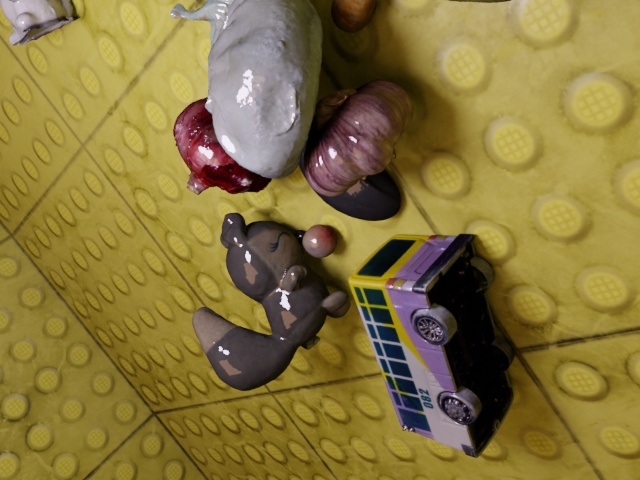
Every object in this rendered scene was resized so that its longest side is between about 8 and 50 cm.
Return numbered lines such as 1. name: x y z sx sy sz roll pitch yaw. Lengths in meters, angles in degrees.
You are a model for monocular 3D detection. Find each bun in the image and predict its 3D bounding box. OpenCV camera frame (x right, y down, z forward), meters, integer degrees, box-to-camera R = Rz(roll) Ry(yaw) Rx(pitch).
1. bun: -0.107 -0.284 1.145 0.194 0.355 0.355 5 137 -9

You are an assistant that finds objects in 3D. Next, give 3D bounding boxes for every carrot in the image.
1. carrot: 0.078 -0.437 1.007 0.078 0.078 0.298 44 161 4

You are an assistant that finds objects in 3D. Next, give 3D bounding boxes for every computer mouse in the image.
1. computer mouse: 0.044 -0.130 1.347 0.269 0.086 0.138 39 140 12

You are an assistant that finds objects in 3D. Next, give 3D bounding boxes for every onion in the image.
1. onion: -0.216 -0.190 1.401 0.252 0.252 0.219 39 104 9

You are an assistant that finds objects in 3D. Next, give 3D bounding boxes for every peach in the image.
1. peach: 0.000 0.001 1.501 0.083 0.083 0.083 24 136 26

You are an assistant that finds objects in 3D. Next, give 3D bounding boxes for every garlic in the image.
1. garlic: 0.053 -0.198 1.158 0.160 0.245 0.245 37 143 -15

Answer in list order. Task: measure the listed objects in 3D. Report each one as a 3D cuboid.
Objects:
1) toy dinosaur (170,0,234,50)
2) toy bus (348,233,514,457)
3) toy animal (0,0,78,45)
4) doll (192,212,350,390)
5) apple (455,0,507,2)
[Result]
1. toy dinosaur: -0.216 -0.471 1.297 0.205 0.092 0.393 15 123 25
2. toy bus: 0.242 0.220 1.360 0.249 0.209 0.440 3 123 42
3. toy animal: -0.723 -0.629 1.560 0.249 0.174 0.290 26 139 41
4. doll: -0.161 0.125 1.539 0.382 0.378 0.252 43 158 11
5. apple: 0.210 -0.439 0.820 0.279 0.279 0.279 24 136 26
